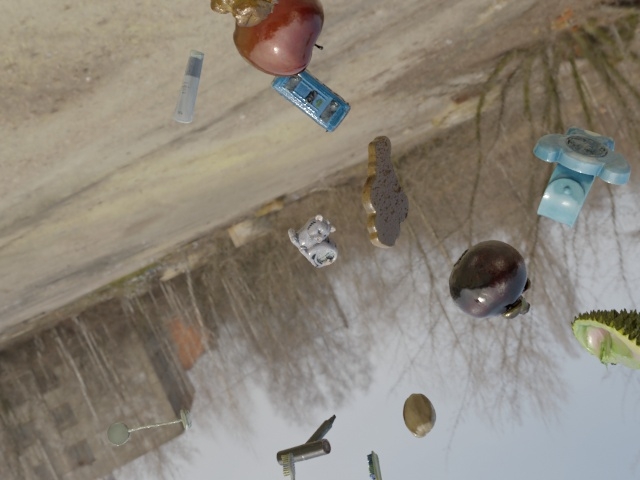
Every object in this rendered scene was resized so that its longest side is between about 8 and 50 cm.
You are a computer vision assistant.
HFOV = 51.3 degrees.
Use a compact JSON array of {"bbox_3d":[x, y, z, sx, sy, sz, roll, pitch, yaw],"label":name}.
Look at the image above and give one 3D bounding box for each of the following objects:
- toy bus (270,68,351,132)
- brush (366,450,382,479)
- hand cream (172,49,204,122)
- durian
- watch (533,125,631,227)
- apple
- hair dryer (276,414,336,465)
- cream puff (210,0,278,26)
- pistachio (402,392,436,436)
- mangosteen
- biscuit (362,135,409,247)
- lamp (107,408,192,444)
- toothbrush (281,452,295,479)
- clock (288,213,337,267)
[{"bbox_3d":[-0.027,-0.437,2.026,0.113,0.246,0.134,-51,-168,10],"label":"toy bus"},{"bbox_3d":[0.146,0.628,1.738,0.030,0.033,0.178,-23,-147,10],"label":"brush"},{"bbox_3d":[-0.462,-0.540,2.345,0.079,0.255,0.048,14,-177,26],"label":"hand cream"},{"bbox_3d":[0.791,0.270,1.821,0.157,0.169,0.355,-2,167,3],"label":"durian"},{"bbox_3d":[0.579,-0.137,1.527,0.211,0.211,0.193,-25,139,-38],"label":"watch"},{"bbox_3d":[-0.100,-0.508,1.616,0.234,0.234,0.234,-25,180,0],"label":"apple"},{"bbox_3d":[-0.023,0.588,1.988,0.173,0.050,0.195,-23,-171,28],"label":"hair dryer"},{"bbox_3d":[-0.106,-0.361,0.934,0.094,0.122,0.116,10,128,-24],"label":"cream puff"},{"bbox_3d":[0.324,0.577,2.199,0.113,0.149,0.113,-9,137,-9],"label":"pistachio"},{"bbox_3d":[0.611,0.154,2.402,0.297,0.293,0.297,-26,160,-10],"label":"mangosteen"},{"bbox_3d":[0.182,-0.139,1.910,0.047,0.319,0.183,-3,-171,41],"label":"biscuit"},{"bbox_3d":[-0.380,0.411,1.465,0.198,0.050,0.056,-14,173,4],"label":"lamp"},{"bbox_3d":[-0.076,0.727,1.673,0.037,0.375,0.028,-12,150,15],"label":"toothbrush"},{"bbox_3d":[0.000,0.000,1.925,0.117,0.176,0.080,-31,-137,12],"label":"clock"}]
